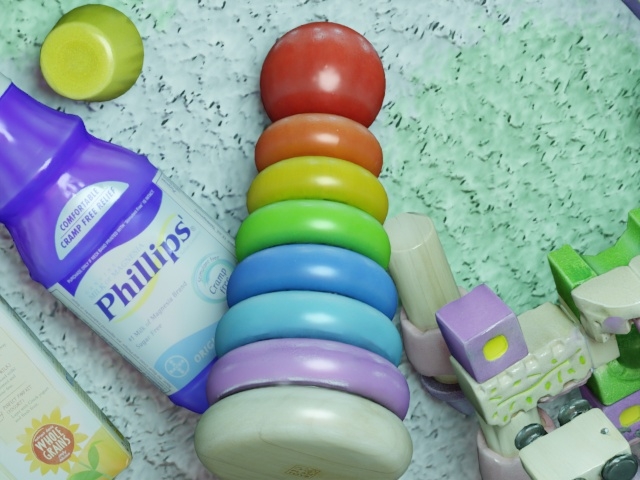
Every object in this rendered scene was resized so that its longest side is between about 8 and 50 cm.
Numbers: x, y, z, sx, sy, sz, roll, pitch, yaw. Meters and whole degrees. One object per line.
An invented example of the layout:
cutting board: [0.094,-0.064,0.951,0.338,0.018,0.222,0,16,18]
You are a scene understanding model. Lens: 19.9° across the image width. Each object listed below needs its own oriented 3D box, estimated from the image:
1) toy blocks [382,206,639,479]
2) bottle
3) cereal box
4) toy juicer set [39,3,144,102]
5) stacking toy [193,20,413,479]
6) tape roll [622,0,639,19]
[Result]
toy blocks: [0.233,0.101,1.270,0.289,0.309,0.260,-27,129,-6]
bottle: [-0.148,-0.004,1.276,0.283,0.092,0.118,44,84,-14]
cereal box: [-0.274,0.118,1.299,0.173,0.047,0.240,-38,104,1]
toy juicer set: [-0.180,-0.271,1.234,0.209,0.089,0.329,21,103,2]
stacking toy: [0.000,0.000,1.233,0.141,0.141,0.330,11,63,-12]
tape roll: [0.281,-0.181,1.227,0.090,0.275,0.275,-45,104,0]
